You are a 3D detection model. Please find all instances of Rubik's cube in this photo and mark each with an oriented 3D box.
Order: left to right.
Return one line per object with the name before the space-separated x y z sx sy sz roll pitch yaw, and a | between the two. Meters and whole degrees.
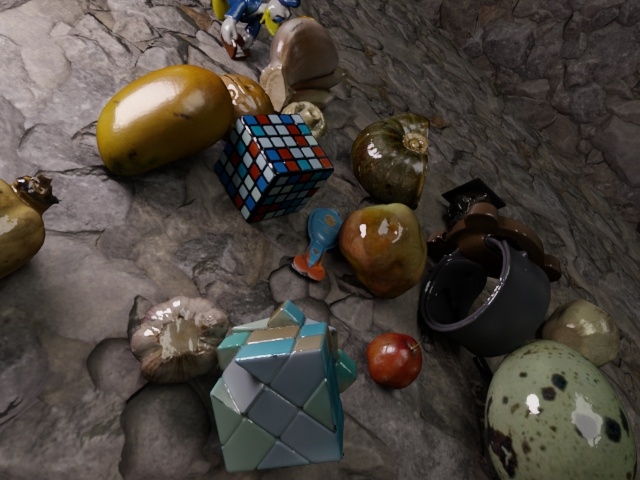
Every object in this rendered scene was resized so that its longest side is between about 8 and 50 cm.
Rubik's cube | -0.114 -0.175 1.044 0.187 0.182 0.184 -20 71 -43
Rubik's cube | -0.051 0.245 0.727 0.213 0.225 0.264 -62 144 -82

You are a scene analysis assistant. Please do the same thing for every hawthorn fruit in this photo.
hawthorn fruit | 0.169 0.263 0.952 0.125 0.140 0.125 20 66 -56

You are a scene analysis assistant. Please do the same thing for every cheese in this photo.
cheese | 0.000 0.000 1.096 0.106 0.037 0.256 32 45 -9

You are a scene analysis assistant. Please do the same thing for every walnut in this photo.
walnut | -0.209 -0.334 1.120 0.167 0.167 0.207 -27 73 -45

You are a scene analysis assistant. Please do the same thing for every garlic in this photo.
garlic | -0.237 0.169 0.741 0.147 0.102 0.159 45 66 -1
garlic | -0.058 -0.530 1.340 0.132 0.278 0.325 22 43 30

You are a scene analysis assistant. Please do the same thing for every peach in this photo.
peach | 0.156 0.026 1.064 0.214 0.214 0.235 -18 90 -43

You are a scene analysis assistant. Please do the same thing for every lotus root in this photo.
lotus root | -0.523 -0.010 0.650 0.154 0.140 0.257 52 52 -10

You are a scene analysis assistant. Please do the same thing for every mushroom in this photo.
mushroom | -0.049 -0.339 1.269 0.148 0.112 0.147 22 53 -31

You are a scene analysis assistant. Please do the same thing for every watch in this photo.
watch | 0.404 0.126 1.129 0.314 0.335 0.326 35 62 -16

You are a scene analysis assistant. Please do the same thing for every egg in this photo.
egg | 0.512 0.406 0.951 0.288 0.288 0.378 26 62 -18

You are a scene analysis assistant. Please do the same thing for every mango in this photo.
mango | -0.337 -0.261 0.945 0.211 0.172 0.317 41 64 19

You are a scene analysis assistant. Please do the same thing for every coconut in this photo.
coconut | 0.799 0.285 1.334 0.225 0.224 0.224 20 48 -23

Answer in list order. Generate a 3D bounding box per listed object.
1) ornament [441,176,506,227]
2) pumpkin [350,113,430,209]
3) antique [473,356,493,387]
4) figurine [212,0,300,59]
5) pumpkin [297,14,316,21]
ornament | 0.483 -0.067 1.436 0.153 0.166 0.195 38 55 -19
pumpkin | 0.207 -0.243 1.345 0.233 0.242 0.324 9 50 7
antique | 0.455 0.390 1.130 0.031 0.015 0.191 -2 59 -38
figurine | -0.221 -0.703 1.326 0.205 0.339 0.283 19 80 -65
pumpkin | -0.057 -0.831 1.702 0.074 0.054 0.083 9 73 -27
